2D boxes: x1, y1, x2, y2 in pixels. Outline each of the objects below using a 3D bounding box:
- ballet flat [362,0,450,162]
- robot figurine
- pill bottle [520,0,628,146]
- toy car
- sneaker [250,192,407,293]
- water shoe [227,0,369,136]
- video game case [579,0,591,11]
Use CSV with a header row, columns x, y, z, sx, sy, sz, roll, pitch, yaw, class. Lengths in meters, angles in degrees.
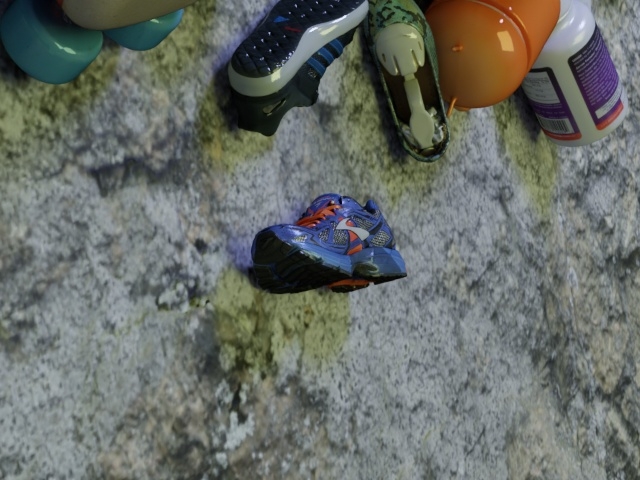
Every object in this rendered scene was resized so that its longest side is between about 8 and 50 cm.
x,y,z,sx,sy,sz,roll,pitch,yaw,class
0.091,-0.161,1.745,0.070,0.070,0.188,-51,127,-47,ballet flat
0.173,-0.225,1.835,0.128,0.158,0.219,48,45,-15,robot figurine
0.275,-0.210,2.015,0.193,0.108,0.108,59,41,-37,pill bottle
-0.162,-0.280,1.284,0.238,0.219,0.210,54,35,2,toy car
0.000,0.000,1.599,0.221,0.083,0.087,6,69,-63,sneaker
-0.024,-0.164,1.586,0.203,0.073,0.080,-43,145,-46,water shoe
0.293,-0.332,2.139,0.157,0.019,0.143,9,80,-58,video game case
